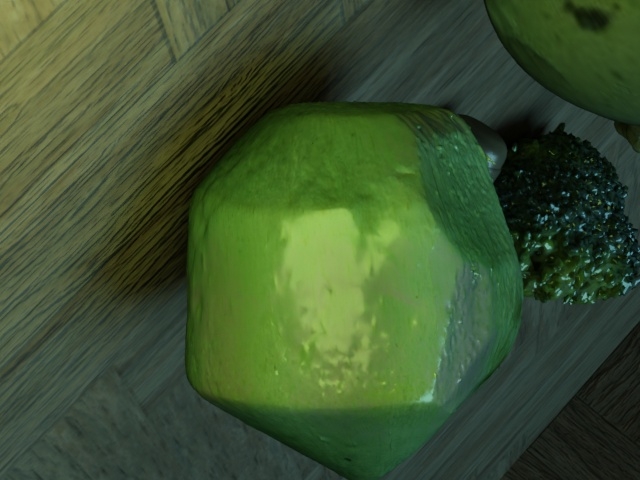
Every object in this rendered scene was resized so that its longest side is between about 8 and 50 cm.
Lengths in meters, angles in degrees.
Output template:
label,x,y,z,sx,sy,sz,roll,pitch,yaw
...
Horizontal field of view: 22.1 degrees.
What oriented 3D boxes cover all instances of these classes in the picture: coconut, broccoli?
label,x,y,z,sx,sy,sz,roll,pitch,yaw
coconut,0.027,0.047,1.363,0.328,0.281,0.328,0,90,-89
broccoli,0.207,0.035,1.989,0.397,0.275,0.353,-27,139,-7

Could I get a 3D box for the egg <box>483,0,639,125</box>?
label,x,y,z,sx,sy,sz,roll,pitch,yaw
egg,0.321,-0.261,1.375,0.345,0.345,0.428,-38,-172,-34

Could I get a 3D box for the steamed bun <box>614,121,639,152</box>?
label,x,y,z,sx,sy,sz,roll,pitch,yaw
steamed bun,0.369,-0.185,1.925,0.106,0.177,0.192,-41,155,-18

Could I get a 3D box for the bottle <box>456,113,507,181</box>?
label,x,y,z,sx,sy,sz,roll,pitch,yaw
bottle,0.121,-0.035,1.754,0.209,0.097,0.110,-56,161,16
